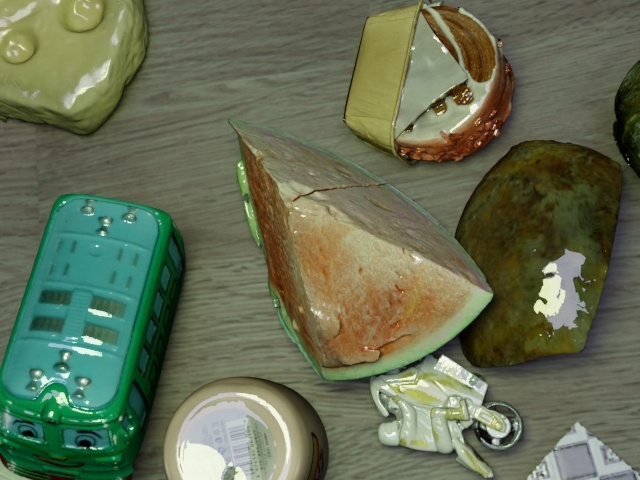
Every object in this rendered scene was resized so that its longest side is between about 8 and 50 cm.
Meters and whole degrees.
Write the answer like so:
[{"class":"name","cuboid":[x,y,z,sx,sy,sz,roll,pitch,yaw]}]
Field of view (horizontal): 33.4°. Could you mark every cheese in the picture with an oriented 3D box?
[{"class":"cheese","cuboid":[-0.397,-0.302,1.507,0.318,0.115,0.326,-23,77,0]}]

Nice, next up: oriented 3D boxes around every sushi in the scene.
[{"class":"sushi","cuboid":[0.330,0.386,1.331,0.220,0.047,0.231,41,81,17]}]

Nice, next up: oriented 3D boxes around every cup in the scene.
[{"class":"cup","cuboid":[-0.102,0.291,1.312,0.192,0.200,0.252,16,81,8]}]

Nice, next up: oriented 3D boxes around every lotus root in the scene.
[{"class":"lotus root","cuboid":[0.275,0.010,1.366,0.210,0.142,0.314,4,77,8]}]

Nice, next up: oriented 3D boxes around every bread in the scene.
[{"class":"bread","cuboid":[0.150,-0.208,1.431,0.212,0.142,0.224,9,79,22]}]

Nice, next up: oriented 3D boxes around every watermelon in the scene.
[{"class":"watermelon","cuboid":[0.005,0.030,1.367,0.319,0.292,0.222,21,107,-23]}]

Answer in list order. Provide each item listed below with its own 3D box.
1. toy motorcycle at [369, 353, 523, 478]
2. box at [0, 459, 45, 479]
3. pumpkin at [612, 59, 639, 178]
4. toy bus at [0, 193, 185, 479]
[{"class":"toy motorcycle","cuboid":[0.142,0.216,1.370,0.229,0.074,0.151,39,87,10]},{"class":"box","cuboid":[-0.327,0.410,1.332,0.312,0.175,0.182,23,73,10]},{"class":"pumpkin","cuboid":[0.491,-0.146,1.366,0.238,0.159,0.237,1,59,-2]},{"class":"toy bus","cuboid":[-0.283,0.113,1.321,0.184,0.199,0.343,9,59,-1]}]
